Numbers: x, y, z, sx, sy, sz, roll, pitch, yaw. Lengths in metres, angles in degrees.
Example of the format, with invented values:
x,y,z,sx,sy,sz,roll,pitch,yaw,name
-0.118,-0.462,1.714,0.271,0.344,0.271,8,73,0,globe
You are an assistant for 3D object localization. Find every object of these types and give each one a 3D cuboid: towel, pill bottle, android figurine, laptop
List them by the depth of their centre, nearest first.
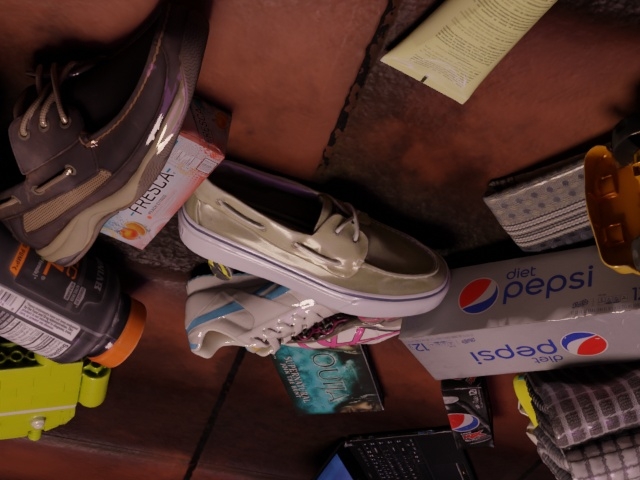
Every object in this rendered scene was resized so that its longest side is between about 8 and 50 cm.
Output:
x,y,z,sx,sy,sz,roll,pitch,yaw,name
0.379,-0.020,1.007,0.324,0.056,0.312,-21,131,31,towel
0.356,0.178,1.084,0.235,0.121,0.283,-20,176,4,towel
-0.318,0.056,1.089,0.130,0.130,0.245,-30,130,35,pill bottle
-0.411,0.200,1.296,0.248,0.056,0.273,-2,142,-23,android figurine
0.101,0.410,1.478,0.264,0.137,0.234,-8,140,15,laptop

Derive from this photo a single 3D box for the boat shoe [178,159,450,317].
x,y,z,sx,sy,sz,roll,pitch,yaw,name
0.000,0.000,1.012,0.302,0.109,0.094,15,138,-8,boat shoe

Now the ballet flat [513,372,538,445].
x,y,z,sx,sy,sz,roll,pitch,yaw,name
0.315,0.248,1.324,0.077,0.077,0.231,6,143,33,ballet flat

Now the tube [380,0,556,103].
x,y,z,sx,sy,sz,roll,pitch,yaw,name
0.150,-0.200,0.797,0.070,0.062,0.240,55,139,8,tube

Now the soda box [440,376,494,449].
x,y,z,sx,sy,sz,roll,pitch,yaw,name
0.198,0.217,1.293,0.053,0.060,0.169,-6,140,13,soda box

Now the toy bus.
x,y,z,sx,sy,sz,roll,pitch,yaw,name
0.376,-0.032,0.861,0.220,0.149,0.211,-20,148,32,toy bus

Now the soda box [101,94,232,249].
x,y,z,sx,sy,sz,roll,pitch,yaw,name
-0.161,-0.068,0.975,0.058,0.063,0.183,26,135,-24,soda box

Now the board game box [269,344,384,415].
x,y,z,sx,sy,sz,roll,pitch,yaw,name
0.009,0.174,1.285,0.126,0.026,0.186,-6,140,13,board game box

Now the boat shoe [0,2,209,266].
x,y,z,sx,sy,sz,roll,pitch,yaw,name
-0.225,-0.094,0.897,0.130,0.132,0.355,25,135,-24,boat shoe

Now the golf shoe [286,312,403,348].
x,y,z,sx,sy,sz,roll,pitch,yaw,name
0.034,0.104,1.164,0.186,0.067,0.086,-12,139,19,golf shoe

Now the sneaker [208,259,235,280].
x,y,z,sx,sy,sz,roll,pitch,yaw,name
-0.118,0.004,1.087,0.031,0.035,0.083,-5,120,29,sneaker

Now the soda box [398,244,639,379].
x,y,z,sx,sy,sz,roll,pitch,yaw,name
0.235,0.078,1.037,0.286,0.091,0.098,-12,137,32,soda box

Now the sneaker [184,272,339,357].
x,y,z,sx,sy,sz,roll,pitch,yaw,name
-0.048,0.083,1.111,0.228,0.092,0.087,-9,157,20,sneaker
